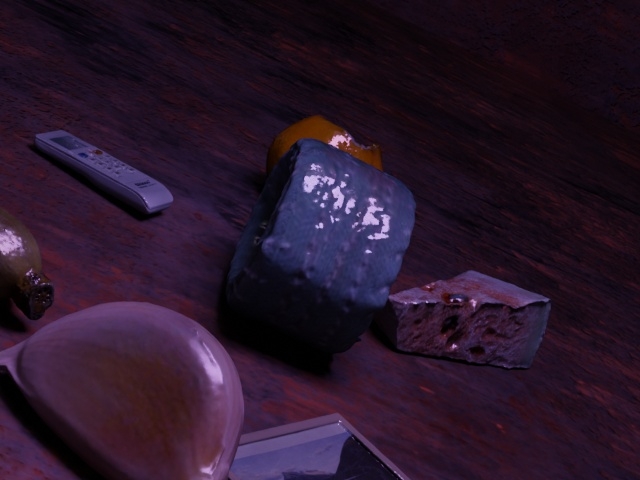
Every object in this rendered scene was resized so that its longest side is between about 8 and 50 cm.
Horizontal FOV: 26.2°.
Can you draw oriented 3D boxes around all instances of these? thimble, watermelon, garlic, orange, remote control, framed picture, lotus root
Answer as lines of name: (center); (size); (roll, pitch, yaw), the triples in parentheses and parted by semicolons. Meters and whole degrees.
thimble: (0.000, 0.000, 1.413); (0.143, 0.198, 0.235); (26, 26, -11)
watermelon: (0.142, 0.081, 1.589); (0.154, 0.094, 0.241); (33, 22, 35)
garlic: (-0.168, 0.107, 1.099); (0.267, 0.128, 0.148); (26, 14, 21)
orange: (0.010, -0.089, 1.748); (0.156, 0.134, 0.156); (30, 29, -18)
remote control: (-0.243, -0.076, 1.536); (0.162, 0.029, 0.061); (29, 17, 16)
framed picture: (0.004, 0.210, 1.173); (0.150, 0.015, 0.203); (40, 23, 29)
lotus root: (-0.304, 0.001, 1.195); (0.183, 0.077, 0.090); (30, 20, 12)
